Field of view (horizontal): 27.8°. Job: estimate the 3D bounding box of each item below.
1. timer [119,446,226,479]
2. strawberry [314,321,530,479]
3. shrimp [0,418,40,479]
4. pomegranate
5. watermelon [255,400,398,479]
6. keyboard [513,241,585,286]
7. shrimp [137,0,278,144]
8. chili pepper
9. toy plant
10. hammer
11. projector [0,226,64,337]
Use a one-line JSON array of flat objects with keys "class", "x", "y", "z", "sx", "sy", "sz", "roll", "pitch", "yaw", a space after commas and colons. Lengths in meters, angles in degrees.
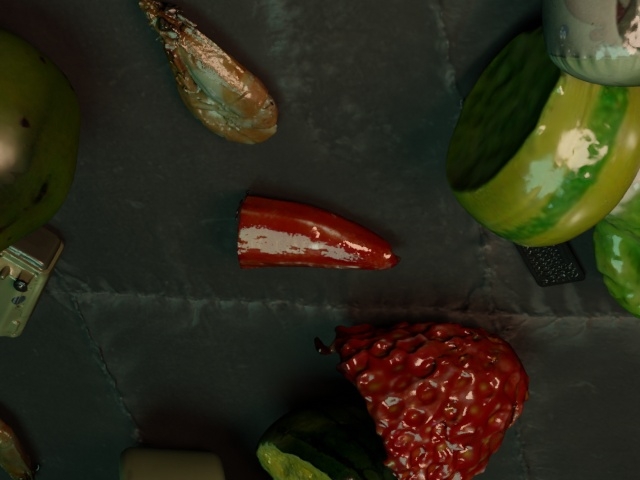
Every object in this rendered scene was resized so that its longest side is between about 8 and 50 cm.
[{"class": "timer", "x": -0.089, "y": 0.397, "z": 1.645, "sx": 0.315, "sy": 0.291, "sz": 0.291, "roll": -4, "pitch": 137, "yaw": -8}, {"class": "strawberry", "x": 0.126, "y": 0.156, "z": 1.375, "sx": 0.178, "sy": 0.234, "sz": 0.234, "roll": -31, "pitch": 122, "yaw": 5}, {"class": "shrimp", "x": -0.445, "y": 0.283, "z": 1.795, "sx": 0.101, "sy": 0.042, "sz": 0.190, "roll": 13, "pitch": 142, "yaw": 39}, {"class": "pomegranate", "x": -0.346, "y": -0.083, "z": 1.267, "sx": 0.236, "sy": 0.236, "sz": 0.302, "roll": 20, "pitch": 161, "yaw": 1}, {"class": "watermelon", "x": 0.038, "y": 0.259, "z": 1.507, "sx": 0.204, "sy": 0.127, "sz": 0.232, "roll": 41, "pitch": 155, "yaw": -24}, {"class": "keyboard", "x": 0.208, "y": -0.011, "z": 1.261, "sx": 0.053, "sy": 0.010, "sz": 0.155, "roll": -12, "pitch": 128, "yaw": 32}, {"class": "shrimp", "x": -0.110, "y": -0.155, "z": 1.213, "sx": 0.091, "sy": 0.043, "sz": 0.184, "roll": -13, "pitch": 129, "yaw": 35}, {"class": "chili pepper", "x": -0.001, "y": 0.004, "z": 1.323, "sx": 0.168, "sy": 0.065, "sz": 0.088, "roll": 10, "pitch": 137, "yaw": 6}, {"class": "toy plant", "x": 0.276, "y": -0.041, "z": 1.099, "sx": 0.315, "sy": 0.184, "sz": 0.224, "roll": 24, "pitch": 120, "yaw": -18}, {"class": "hammer", "x": 0.325, "y": -0.217, "z": 0.928, "sx": 0.335, "sy": 0.119, "sz": 0.206, "roll": -2, "pitch": 99, "yaw": -1}, {"class": "projector", "x": -0.448, "y": 0.012, "z": 1.482, "sx": 0.269, "sy": 0.088, "sz": 0.193, "roll": 28, "pitch": 134, "yaw": -8}]
